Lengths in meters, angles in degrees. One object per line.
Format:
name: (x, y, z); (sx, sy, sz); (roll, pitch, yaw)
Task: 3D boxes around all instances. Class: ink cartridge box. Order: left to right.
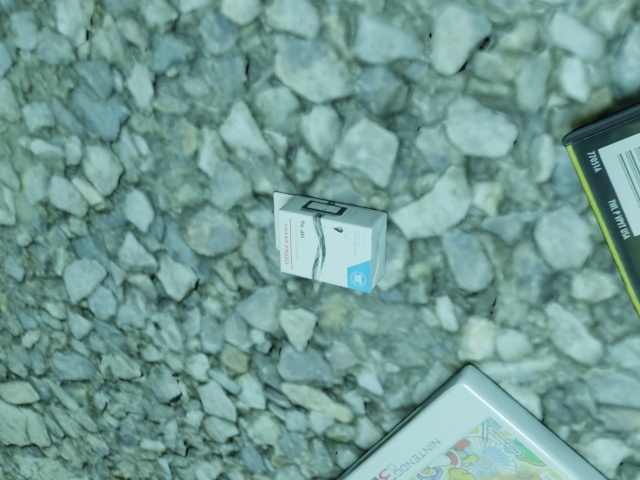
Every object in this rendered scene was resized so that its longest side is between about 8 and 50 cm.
ink cartridge box: (0.000, 0.000, 0.498); (0.083, 0.028, 0.048); (12, 120, 23)

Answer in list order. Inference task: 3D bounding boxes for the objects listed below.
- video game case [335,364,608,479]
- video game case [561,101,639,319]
video game case: (0.131, 0.223, 0.549); (0.227, 0.026, 0.206); (40, 128, 4)
video game case: (0.282, 0.013, 0.321); (0.275, 0.035, 0.248); (-23, 91, 35)
